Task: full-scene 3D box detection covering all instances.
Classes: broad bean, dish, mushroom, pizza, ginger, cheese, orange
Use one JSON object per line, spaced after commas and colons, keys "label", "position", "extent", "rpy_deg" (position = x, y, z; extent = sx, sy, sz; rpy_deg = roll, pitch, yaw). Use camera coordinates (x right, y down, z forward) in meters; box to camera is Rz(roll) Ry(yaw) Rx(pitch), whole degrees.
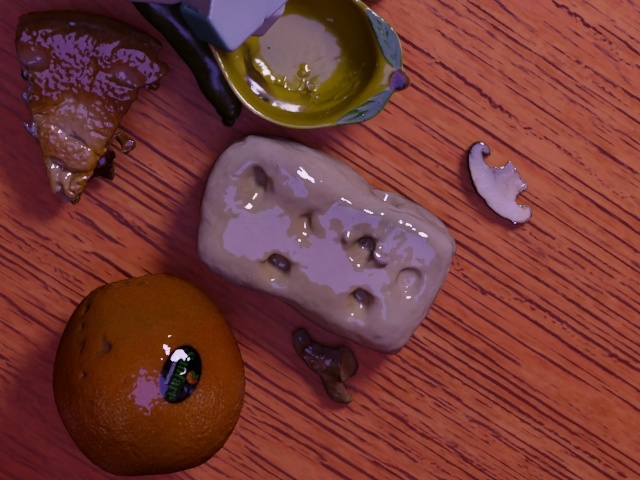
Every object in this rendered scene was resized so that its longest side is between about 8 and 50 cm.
{"label": "broad bean", "position": [-0.149, -0.223, 1.840], "extent": [0.053, 0.052, 0.256], "rpy_deg": [-22, 110, 46]}
{"label": "dish", "position": [-0.014, -0.184, 1.834], "extent": [0.207, 0.080, 0.149], "rpy_deg": [18, 97, -5]}
{"label": "mushroom", "position": [0.181, -0.058, 1.898], "extent": [0.049, 0.019, 0.101], "rpy_deg": [-32, 104, 6]}
{"label": "pizza", "position": [-0.232, -0.130, 1.848], "extent": [0.154, 0.069, 0.194], "rpy_deg": [10, 109, -4]}
{"label": "ginger", "position": [0.011, 0.127, 1.928], "extent": [0.048, 0.030, 0.097], "rpy_deg": [-34, 103, 7]}
{"label": "cheese", "position": [0.000, 0.000, 1.870], "extent": [0.263, 0.093, 0.159], "rpy_deg": [28, 99, -7]}
{"label": "orange", "position": [-0.170, 0.133, 1.845], "extent": [0.206, 0.206, 0.206], "rpy_deg": [0, 102, -1]}

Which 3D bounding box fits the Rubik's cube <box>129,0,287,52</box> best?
{"label": "Rubik's cube", "position": [-0.104, -0.295, 1.705], "extent": [0.265, 0.224, 0.213], "rpy_deg": [-5, 110, -41]}
